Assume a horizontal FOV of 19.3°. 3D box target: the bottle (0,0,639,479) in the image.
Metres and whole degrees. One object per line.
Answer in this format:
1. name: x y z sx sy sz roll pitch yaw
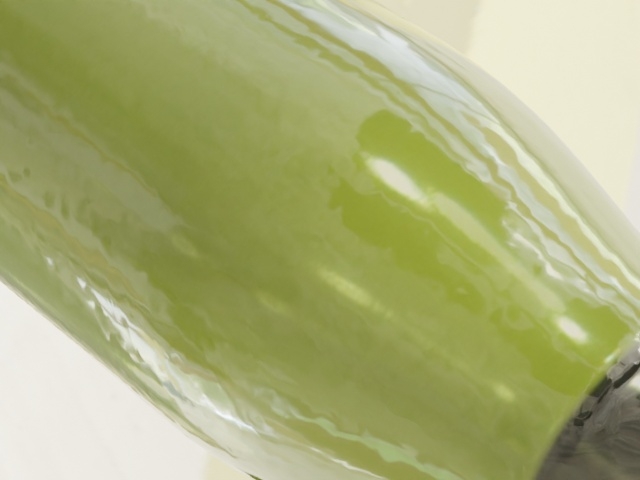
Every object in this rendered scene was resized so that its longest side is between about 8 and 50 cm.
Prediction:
1. bottle: 0.000 0.000 0.445 0.260 0.112 0.112 35 -91 34
